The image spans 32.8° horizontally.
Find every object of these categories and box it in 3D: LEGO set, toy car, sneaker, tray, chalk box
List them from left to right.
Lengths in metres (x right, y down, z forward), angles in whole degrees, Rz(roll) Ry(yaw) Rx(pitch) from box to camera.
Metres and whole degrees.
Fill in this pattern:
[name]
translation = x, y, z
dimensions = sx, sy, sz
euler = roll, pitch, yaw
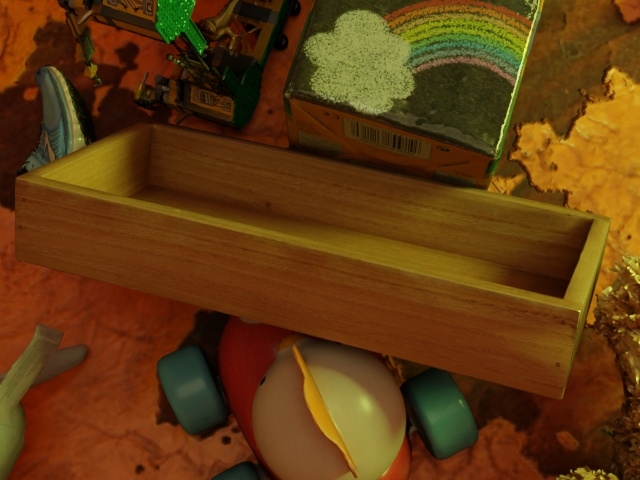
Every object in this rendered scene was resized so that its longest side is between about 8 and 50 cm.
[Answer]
[sneaker]
translation = -0.239, -0.080, 0.966
dimensions = 0.073, 0.063, 0.162
euler = -13, 77, 1
[LEGO set]
translation = -0.144, -0.242, 0.883
dimensions = 0.192, 0.331, 0.255
euler = 18, 90, 13
[toy car]
translation = -0.004, 0.115, 0.827
dimensions = 0.219, 0.238, 0.210
euler = -25, 78, -6
[tray]
translation = 0.000, 0.000, 0.834
dimensions = 0.411, 0.203, 0.076
euler = 14, 112, 16
[chalk box]
translation = 0.096, -0.197, 0.934
dimensions = 0.180, 0.179, 0.289
euler = 17, 76, 5

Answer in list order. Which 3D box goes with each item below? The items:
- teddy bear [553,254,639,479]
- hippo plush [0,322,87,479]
[teddy bear]
translation = 0.283, 0.169, 0.820
dimensions = 0.245, 0.113, 0.338
euler = 23, 78, -37
[hippo plush]
translation = -0.367, 0.154, 0.823
dimensions = 0.237, 0.234, 0.294
euler = 24, 78, 5
